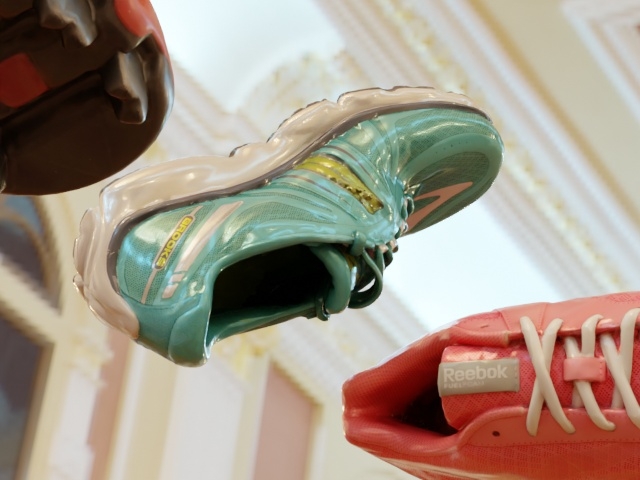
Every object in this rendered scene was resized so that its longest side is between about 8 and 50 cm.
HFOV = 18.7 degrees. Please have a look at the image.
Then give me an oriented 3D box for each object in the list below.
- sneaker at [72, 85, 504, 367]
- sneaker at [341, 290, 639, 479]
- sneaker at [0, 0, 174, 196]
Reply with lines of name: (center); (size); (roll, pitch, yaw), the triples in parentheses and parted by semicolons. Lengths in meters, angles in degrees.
sneaker: (0.000, 0.000, 1.054); (0.275, 0.110, 0.107); (-24, -45, -33)
sneaker: (0.132, 0.081, 0.974); (0.136, 0.116, 0.314); (12, -21, -37)
sneaker: (-0.136, -0.138, 0.552); (0.097, 0.135, 0.276); (-23, -48, 18)
